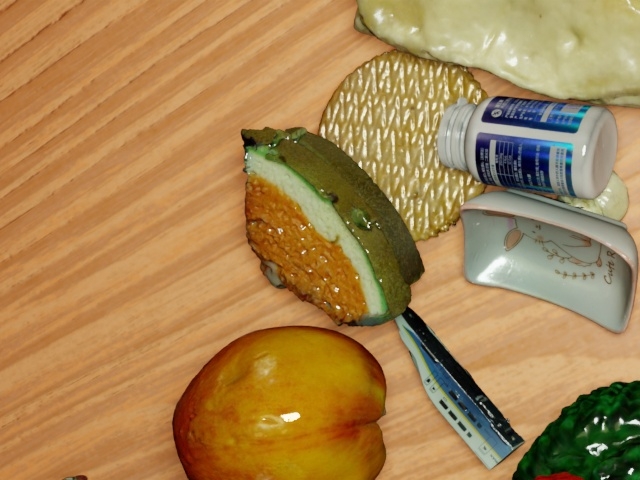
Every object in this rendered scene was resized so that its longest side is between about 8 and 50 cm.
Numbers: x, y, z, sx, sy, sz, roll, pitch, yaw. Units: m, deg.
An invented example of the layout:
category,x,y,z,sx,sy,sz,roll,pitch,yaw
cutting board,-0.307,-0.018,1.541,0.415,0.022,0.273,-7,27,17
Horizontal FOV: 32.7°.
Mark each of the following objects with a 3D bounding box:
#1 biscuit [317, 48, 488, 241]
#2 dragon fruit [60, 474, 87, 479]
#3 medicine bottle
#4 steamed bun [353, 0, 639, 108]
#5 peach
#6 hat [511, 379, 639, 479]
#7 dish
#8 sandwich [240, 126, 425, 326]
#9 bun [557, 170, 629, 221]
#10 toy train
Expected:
category,x,y,z,sx,sy,sz,roll,pitch,yaw
biscuit,0.109,-0.124,1.409,0.254,0.035,0.254,0,91,25
dragon fruit,-0.276,0.456,1.483,0.244,0.244,0.299,-33,82,21
medicine bottle,0.239,-0.112,1.271,0.191,0.107,0.107,11,94,31
steamed bun,0.255,-0.318,1.286,0.428,0.189,0.247,17,125,26
peach,-0.051,0.226,1.352,0.281,0.281,0.238,-7,80,25
hat,0.306,0.294,1.148,0.242,0.332,0.274,31,104,24
dish,0.276,0.010,1.286,0.212,0.151,0.077,19,56,25
sandwich,0.010,-0.001,1.392,0.292,0.109,0.212,38,131,24
bun,0.322,-0.051,1.297,0.086,0.055,0.086,0,89,26
toy train,0.159,0.179,1.373,0.051,0.052,0.234,-48,71,22
